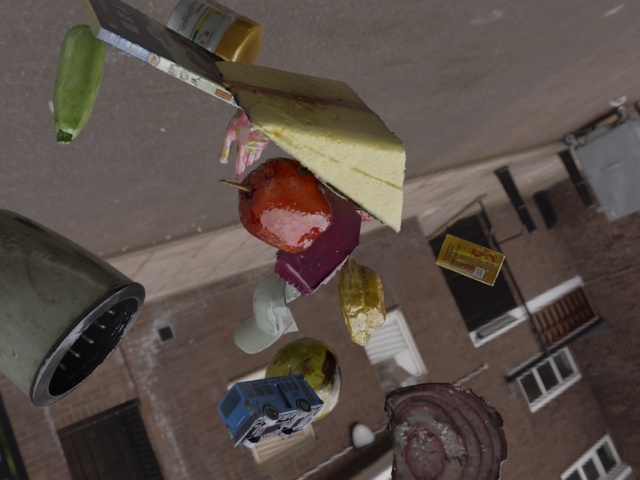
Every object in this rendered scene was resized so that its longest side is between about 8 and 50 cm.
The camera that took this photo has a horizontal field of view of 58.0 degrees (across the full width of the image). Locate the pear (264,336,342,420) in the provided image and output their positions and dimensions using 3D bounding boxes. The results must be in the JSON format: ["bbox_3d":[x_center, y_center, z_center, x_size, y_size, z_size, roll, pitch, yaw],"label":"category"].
[{"bbox_3d":[-0.051,0.463,1.942,0.284,0.283,0.283,-22,172,-3],"label":"pear"}]

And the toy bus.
[{"bbox_3d":[-0.116,0.398,1.387,0.234,0.133,0.116,6,127,-49],"label":"toy bus"}]

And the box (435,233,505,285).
[{"bbox_3d":[0.387,0.049,1.495,0.156,0.089,0.022,20,-168,16],"label":"box"}]

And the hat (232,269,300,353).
[{"bbox_3d":[-0.189,0.225,1.933,0.301,0.168,0.257,-36,-162,17],"label":"hat"}]

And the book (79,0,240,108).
[{"bbox_3d":[-0.349,-0.446,1.359,0.428,0.300,0.039,18,117,-44],"label":"book"}]

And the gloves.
[{"bbox_3d":[-0.247,-0.316,1.918,0.126,0.241,0.145,14,-164,30],"label":"gloves"}]

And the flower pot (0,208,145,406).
[{"bbox_3d":[-0.569,0.114,1.151,0.293,0.330,0.293,-53,172,-10],"label":"flower pot"}]

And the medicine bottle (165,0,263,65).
[{"bbox_3d":[-0.330,-0.602,1.768,0.237,0.232,0.238,-61,180,0],"label":"medicine bottle"}]

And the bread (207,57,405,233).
[{"bbox_3d":[-0.042,-0.211,1.247,0.405,0.345,0.242,2,124,-11],"label":"bread"}]

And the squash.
[{"bbox_3d":[-0.654,-0.416,1.556,0.119,0.370,0.118,1,163,0],"label":"squash"}]

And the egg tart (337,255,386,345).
[{"bbox_3d":[0.151,0.199,1.968,0.128,0.318,0.319,-9,176,14],"label":"egg tart"}]

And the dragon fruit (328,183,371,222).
[{"bbox_3d":[0.092,-0.129,1.995,0.162,0.262,0.189,-62,175,-23],"label":"dragon fruit"}]

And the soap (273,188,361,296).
[{"bbox_3d":[0.000,0.000,1.770,0.325,0.220,0.127,-44,178,-25],"label":"soap"}]

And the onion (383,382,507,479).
[{"bbox_3d":[0.301,0.509,1.381,0.280,0.314,0.146,-6,148,14],"label":"onion"}]

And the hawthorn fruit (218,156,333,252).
[{"bbox_3d":[-0.102,-0.090,1.232,0.243,0.207,0.207,19,151,-27],"label":"hawthorn fruit"}]

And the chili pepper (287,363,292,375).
[{"bbox_3d":[-0.089,0.447,1.639,0.059,0.191,0.050,2,152,3],"label":"chili pepper"}]
